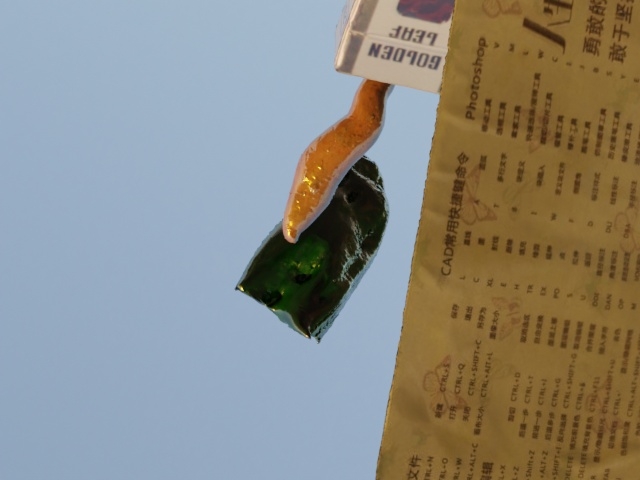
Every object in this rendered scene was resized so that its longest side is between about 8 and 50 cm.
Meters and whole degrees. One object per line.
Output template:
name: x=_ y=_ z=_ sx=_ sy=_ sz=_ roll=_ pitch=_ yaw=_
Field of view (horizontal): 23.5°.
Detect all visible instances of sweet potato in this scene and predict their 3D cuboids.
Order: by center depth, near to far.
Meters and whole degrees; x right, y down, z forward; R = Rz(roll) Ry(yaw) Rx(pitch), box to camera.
sweet potato: x=0.022 y=-0.076 z=1.119 sx=0.044 sy=0.044 sz=0.179 roll=33 pitch=-92 yaw=9

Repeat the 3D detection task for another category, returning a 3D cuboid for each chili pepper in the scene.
chili pepper: x=0.001 y=-0.002 z=1.290 sx=0.098 sy=0.061 sz=0.224 roll=21 pitch=-139 yaw=1

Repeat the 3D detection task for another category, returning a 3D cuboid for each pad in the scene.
pad: x=0.111 y=-0.018 z=0.612 sx=0.160 sy=0.009 sz=0.265 roll=10 pitch=-91 yaw=-27

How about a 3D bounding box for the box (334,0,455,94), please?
box: x=0.133 y=-0.197 z=0.826 sx=0.180 sy=0.324 sz=0.047 roll=11 pitch=-130 yaw=-10
